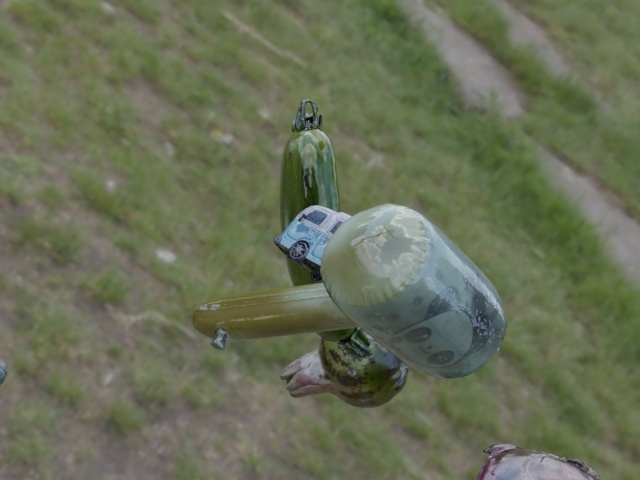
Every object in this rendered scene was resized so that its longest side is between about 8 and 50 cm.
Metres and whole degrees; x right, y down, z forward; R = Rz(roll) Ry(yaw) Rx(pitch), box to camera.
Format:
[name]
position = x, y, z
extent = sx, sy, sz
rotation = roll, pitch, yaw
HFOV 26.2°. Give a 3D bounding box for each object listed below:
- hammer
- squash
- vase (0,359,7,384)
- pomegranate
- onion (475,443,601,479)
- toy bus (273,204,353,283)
[hammer]
position = 0.002, 0.060, 1.258
extent = 0.202, 0.305, 0.113
rotation = 44, 47, -45
[squash]
position = -0.002, 0.001, 1.557
extent = 0.080, 0.318, 0.071
rotation = -16, 22, -11
[vase]
position = -0.379, 0.095, 1.442
extent = 0.081, 0.081, 0.148
rotation = -94, 172, -63
[pomegranate]
position = 0.040, 0.164, 1.778
extent = 0.125, 0.163, 0.138
rotation = 43, -15, 32
[onion]
position = 0.269, 0.398, 1.582
extent = 0.260, 0.282, 0.336
rotation = 21, -24, 11
[toy bus]
position = 0.019, 0.010, 1.422
extent = 0.123, 0.075, 0.060
rotation = 28, -12, 40
